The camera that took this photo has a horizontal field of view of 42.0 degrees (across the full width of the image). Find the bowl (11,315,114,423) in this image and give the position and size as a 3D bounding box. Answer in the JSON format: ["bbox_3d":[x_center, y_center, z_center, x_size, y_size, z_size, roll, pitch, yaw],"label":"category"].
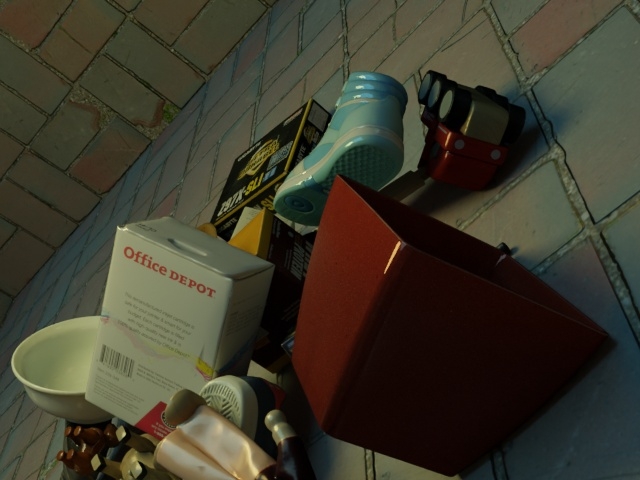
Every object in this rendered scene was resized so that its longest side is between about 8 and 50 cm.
[{"bbox_3d":[-0.471,0.282,1.711,0.298,0.298,0.134,-115,24,-64],"label":"bowl"}]

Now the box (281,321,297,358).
[{"bbox_3d":[0.056,0.084,1.217,0.233,0.044,0.159,-37,0,8],"label":"box"}]

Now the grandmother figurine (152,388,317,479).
[{"bbox_3d":[-0.075,0.324,1.053,0.342,0.104,0.207,21,108,38],"label":"grandmother figurine"}]

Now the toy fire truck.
[{"bbox_3d":[0.182,-0.128,1.315,0.217,0.159,0.246,-108,33,-68],"label":"toy fire truck"}]

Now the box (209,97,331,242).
[{"bbox_3d":[-0.123,-0.163,2.007,0.322,0.079,0.257,-31,33,42],"label":"box"}]

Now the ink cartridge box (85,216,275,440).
[{"bbox_3d":[-0.222,0.145,1.307,0.131,0.226,0.306,-18,-52,-62],"label":"ink cartridge box"}]

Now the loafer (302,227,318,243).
[{"bbox_3d":[0.000,0.000,1.525,0.267,0.084,0.096,-35,29,38],"label":"loafer"}]

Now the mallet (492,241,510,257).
[{"bbox_3d":[0.171,0.057,1.142,0.190,0.062,0.039,-44,21,21],"label":"mallet"}]

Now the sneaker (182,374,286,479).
[{"bbox_3d":[-0.133,0.367,1.246,0.131,0.148,0.350,25,102,32],"label":"sneaker"}]

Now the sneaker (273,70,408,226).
[{"bbox_3d":[0.042,-0.158,1.383,0.319,0.127,0.208,-30,39,50],"label":"sneaker"}]

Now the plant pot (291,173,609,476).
[{"bbox_3d":[0.109,0.109,0.967,0.235,0.267,0.267,-62,21,11],"label":"plant pot"}]

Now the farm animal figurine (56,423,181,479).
[{"bbox_3d":[-0.298,0.377,1.492,0.330,0.172,0.326,-38,39,16],"label":"farm animal figurine"}]

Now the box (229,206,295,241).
[{"bbox_3d":[-0.140,0.075,1.624,0.094,0.113,0.275,95,-167,-56],"label":"box"}]

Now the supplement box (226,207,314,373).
[{"bbox_3d":[-0.086,0.089,1.422,0.191,0.194,0.129,-41,25,28],"label":"supplement box"}]

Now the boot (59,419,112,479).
[{"bbox_3d":[-0.517,0.447,1.800,0.338,0.118,0.222,-111,34,-68],"label":"boot"}]

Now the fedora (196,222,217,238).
[{"bbox_3d":[-0.278,0.052,1.982,0.194,0.079,0.194,-36,38,35],"label":"fedora"}]
